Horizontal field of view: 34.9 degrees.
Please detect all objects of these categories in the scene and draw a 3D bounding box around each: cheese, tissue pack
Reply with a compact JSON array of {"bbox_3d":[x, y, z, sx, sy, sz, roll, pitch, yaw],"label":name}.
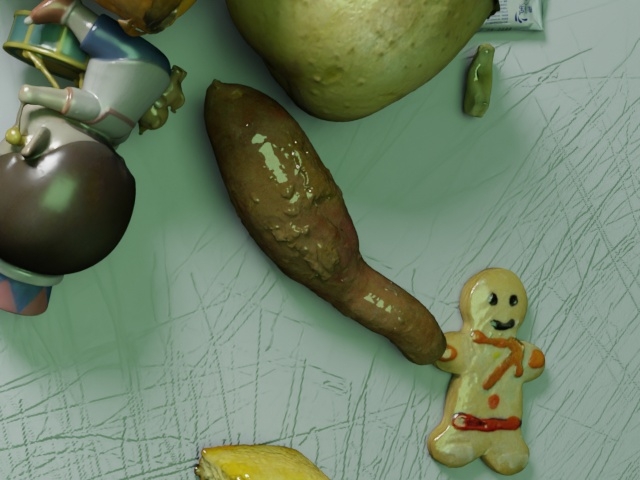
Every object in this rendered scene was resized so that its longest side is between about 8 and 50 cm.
[{"bbox_3d":[0.180,-0.180,1.142,0.030,0.044,0.083,11,88,-9],"label":"cheese"},{"bbox_3d":[0.179,-0.293,1.149,0.193,0.026,0.123,-9,95,-25],"label":"tissue pack"}]

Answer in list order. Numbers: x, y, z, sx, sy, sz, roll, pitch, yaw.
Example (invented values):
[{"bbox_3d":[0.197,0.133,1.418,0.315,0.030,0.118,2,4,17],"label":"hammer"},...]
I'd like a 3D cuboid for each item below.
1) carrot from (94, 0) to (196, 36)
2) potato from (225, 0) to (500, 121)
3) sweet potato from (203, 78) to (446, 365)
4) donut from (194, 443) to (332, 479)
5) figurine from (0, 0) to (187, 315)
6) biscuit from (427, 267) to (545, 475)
[{"bbox_3d":[-0.210,-0.350,0.829,0.340,0.224,0.224,38,74,0],"label":"carrot"},{"bbox_3d":[0.021,-0.239,0.979,0.285,0.242,0.242,42,72,-43],"label":"potato"},{"bbox_3d":[0.000,0.000,1.029,0.109,0.109,0.385,-44,113,-19],"label":"sweet potato"},{"bbox_3d":[-0.021,0.315,1.029,0.152,0.101,0.259,-16,93,-30],"label":"donut"},{"bbox_3d":[-0.233,-0.070,0.894,0.161,0.158,0.276,37,69,-65],"label":"figurine"},{"bbox_3d":[0.190,0.147,1.159,0.153,0.030,0.234,11,86,-27],"label":"biscuit"}]
